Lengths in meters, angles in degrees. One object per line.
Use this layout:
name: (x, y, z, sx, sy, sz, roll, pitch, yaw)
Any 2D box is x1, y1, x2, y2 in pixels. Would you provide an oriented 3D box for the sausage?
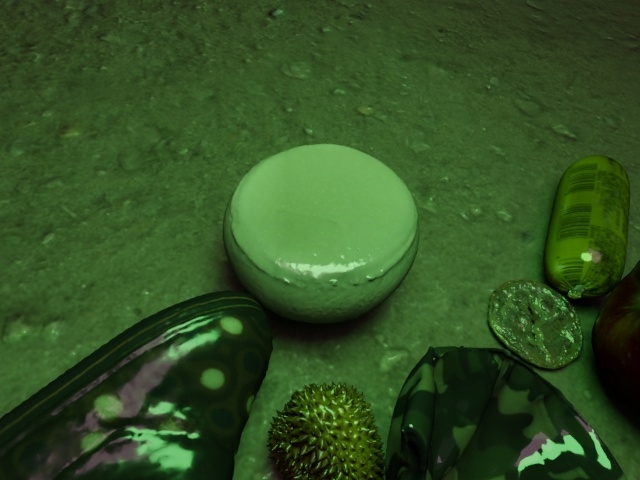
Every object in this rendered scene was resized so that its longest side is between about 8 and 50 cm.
sausage: (0.477, -0.029, 0.834, 0.123, 0.123, 0.347, 25, 56, 9)

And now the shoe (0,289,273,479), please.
shoe: (-0.177, 0.232, 0.516, 0.384, 0.171, 0.237, -33, 59, -26)

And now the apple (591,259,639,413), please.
apple: (0.545, 0.142, 0.630, 0.317, 0.288, 0.288, 35, 56, -1)

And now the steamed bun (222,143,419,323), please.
steamed bun: (0.000, 0.000, 0.704, 0.283, 0.177, 0.282, 2, 53, -3)

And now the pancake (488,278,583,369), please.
pancake: (0.347, 0.133, 0.760, 0.158, 0.028, 0.158, 3, 57, -4)

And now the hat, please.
hat: (0.133, 0.319, 0.500, 0.366, 0.381, 0.257, 38, 10, -15)

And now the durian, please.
durian: (0.008, 0.243, 0.550, 0.137, 0.158, 0.168, -28, 89, -9)
